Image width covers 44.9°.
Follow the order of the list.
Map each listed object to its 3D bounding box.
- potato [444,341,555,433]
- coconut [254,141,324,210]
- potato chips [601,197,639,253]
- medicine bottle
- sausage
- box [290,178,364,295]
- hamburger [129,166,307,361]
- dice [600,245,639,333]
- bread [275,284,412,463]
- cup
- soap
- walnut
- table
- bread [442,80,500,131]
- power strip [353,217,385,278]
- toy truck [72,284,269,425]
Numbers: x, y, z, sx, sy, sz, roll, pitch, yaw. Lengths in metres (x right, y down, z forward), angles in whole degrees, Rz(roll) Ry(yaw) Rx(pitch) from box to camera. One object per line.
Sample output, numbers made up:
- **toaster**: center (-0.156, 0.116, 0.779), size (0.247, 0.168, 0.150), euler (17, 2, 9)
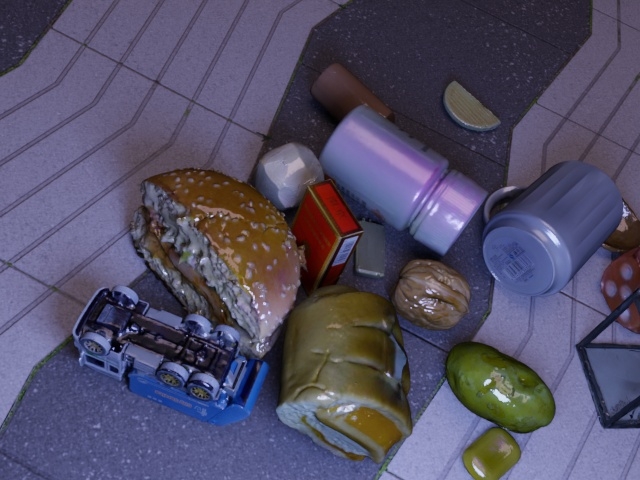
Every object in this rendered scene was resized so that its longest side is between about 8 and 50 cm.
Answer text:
- **potato**: center (0.376, 0.317, 1.651), size (0.253, 0.149, 0.186), euler (32, 14, 34)
- **coconut**: center (-0.083, -0.151, 1.864), size (0.162, 0.161, 0.161), euler (-33, 68, -12)
- **potato chips**: center (0.787, -0.042, 2.115), size (0.208, 0.062, 0.195), euler (20, 57, -4)
- **medicine bottle**: center (0.200, -0.148, 1.909), size (0.388, 0.219, 0.219), euler (34, 52, 10)
- **sausage**: center (0.095, -0.361, 2.101), size (0.123, 0.123, 0.253), euler (-33, 70, -34)
- **box**: center (0.001, 0.000, 1.724), size (0.074, 0.240, 0.153), euler (-20, 63, -32)
- **hamburger**: center (-0.184, 0.010, 1.654), size (0.445, 0.268, 0.287), euler (44, 50, 18)
- **dice**: center (0.830, 0.116, 1.938), size (0.174, 0.179, 0.175), euler (-4, 54, -20)
- **bread**: center (0.073, 0.239, 1.533), size (0.300, 0.210, 0.341), euler (46, 34, -34)
- **cup**: center (0.541, -0.040, 1.950), size (0.322, 0.237, 0.327), euler (21, 44, 38)
- **soap**: center (0.358, 0.452, 1.623), size (0.140, 0.045, 0.089), euler (-29, 64, -32)
- **walnut**: center (0.256, 0.127, 1.769), size (0.184, 0.155, 0.155), euler (23, 51, -3)
- **table**: center (0.820, 0.274, 1.755), size (0.335, 0.272, 0.222), euler (3, 53, -15)
- **bread**: center (0.423, -0.376, 2.269), size (0.193, 0.036, 0.112), euler (44, 59, 12)
- **power strip**: center (0.120, 0.016, 1.885), size (0.076, 0.028, 0.169), euler (11, 54, -9)
- **toy truck**: center (-0.290, 0.231, 1.504), size (0.367, 0.175, 0.146), euler (24, 49, 0)
